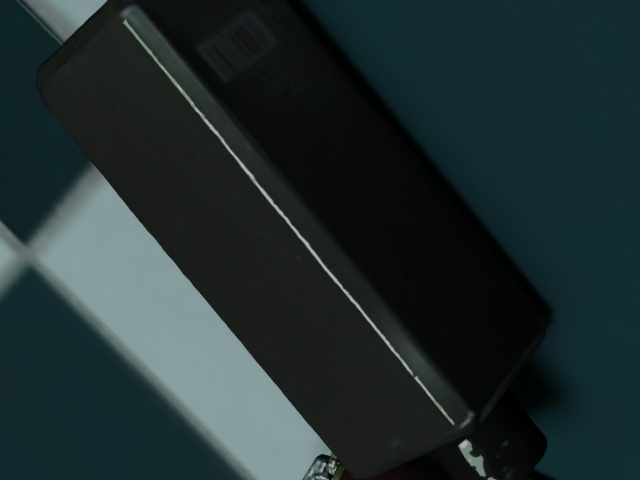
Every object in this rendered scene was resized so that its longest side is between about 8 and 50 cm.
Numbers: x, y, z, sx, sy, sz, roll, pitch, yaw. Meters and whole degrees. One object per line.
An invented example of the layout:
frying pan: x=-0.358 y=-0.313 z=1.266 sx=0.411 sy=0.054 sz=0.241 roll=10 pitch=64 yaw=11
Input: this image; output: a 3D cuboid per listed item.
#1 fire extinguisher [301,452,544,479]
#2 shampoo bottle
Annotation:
fire extinguisher: x=0.061 y=0.123 z=0.723 sx=0.158 sy=0.043 sz=0.064 roll=20 pitch=100 yaw=22
shampoo bottle: x=0.000 y=0.000 z=0.652 sx=0.246 sy=0.080 sz=0.079 roll=51 pitch=136 yaw=-6
